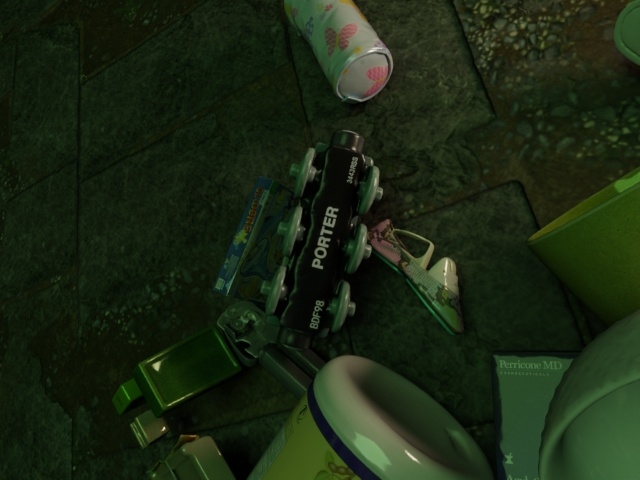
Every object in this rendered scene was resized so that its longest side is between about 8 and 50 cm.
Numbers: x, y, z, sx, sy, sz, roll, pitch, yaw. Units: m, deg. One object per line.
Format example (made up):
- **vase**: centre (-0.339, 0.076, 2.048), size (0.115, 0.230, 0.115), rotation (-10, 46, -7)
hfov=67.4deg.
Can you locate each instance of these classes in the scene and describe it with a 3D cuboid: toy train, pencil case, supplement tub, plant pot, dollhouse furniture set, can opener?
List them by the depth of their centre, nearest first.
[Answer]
- **plant pot**: centre (0.411, 0.048, 0.470), size (0.275, 0.275, 0.293), rotation (-35, 79, 16)
- **supplement tub**: centre (0.023, 0.339, 0.588), size (0.241, 0.241, 0.331), rotation (37, 99, 33)
- **toy train**: centre (0.000, 0.000, 0.750), size (0.143, 0.190, 0.333), rotation (14, 88, -4)
- **can opener**: centre (-0.064, 0.203, 0.799), size (0.284, 0.095, 0.076), rotation (35, 49, 29)
- **dollhouse furniture set**: centre (-0.198, 0.335, 0.816), size (0.301, 0.151, 0.197), rotation (55, 133, 14)
- **pencil case**: centre (0.026, -0.380, 0.890), size (0.124, 0.114, 0.273), rotation (-42, 59, 24)

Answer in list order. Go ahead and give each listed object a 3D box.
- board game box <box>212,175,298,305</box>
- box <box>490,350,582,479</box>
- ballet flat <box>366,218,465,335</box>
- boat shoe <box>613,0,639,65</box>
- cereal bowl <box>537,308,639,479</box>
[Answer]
- **board game box**: centre (-0.092, 0.008, 0.823), size (0.035, 0.136, 0.201), rotation (19, 86, 33)
- **box**: centre (0.288, 0.233, 0.555), size (0.153, 0.108, 0.206), rotation (-8, 72, 28)
- **ballet flat**: centre (0.149, 0.040, 0.717), size (0.079, 0.077, 0.221), rotation (-47, 54, 6)
- **boat shoe**: centre (0.530, -0.248, 0.579), size (0.303, 0.091, 0.114), rotation (27, 133, 32)
- **cereal bowl**: centre (0.342, 0.156, 0.340), size (0.339, 0.338, 0.141), rotation (0, 31, 30)
